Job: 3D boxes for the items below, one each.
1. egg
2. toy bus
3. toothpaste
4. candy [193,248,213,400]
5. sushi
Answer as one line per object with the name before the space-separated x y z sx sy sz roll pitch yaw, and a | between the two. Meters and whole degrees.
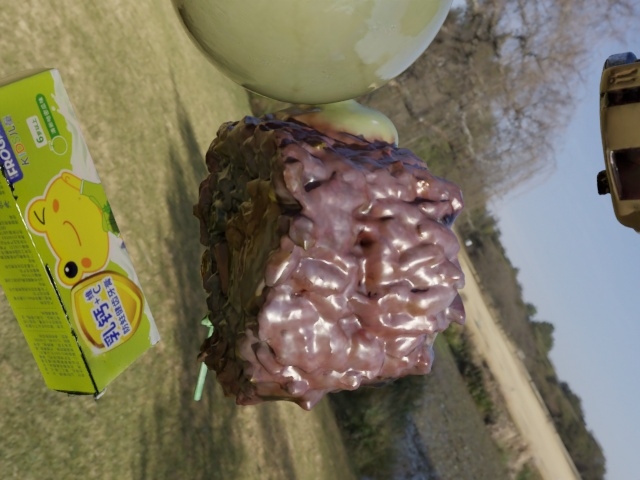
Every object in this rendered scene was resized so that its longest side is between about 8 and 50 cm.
egg | -0.001 -0.185 0.493 0.186 0.186 0.242 62 22 -8
toy bus | 0.332 -0.068 0.630 0.289 0.139 0.157 4 85 -55
toothpaste | -0.272 -0.006 0.764 0.110 0.077 0.327 -47 128 -52
candy | -0.107 0.088 0.768 0.060 0.060 0.201 -108 -148 -55
sushi | 0.000 0.000 0.591 0.270 0.171 0.236 -161 -106 -72
